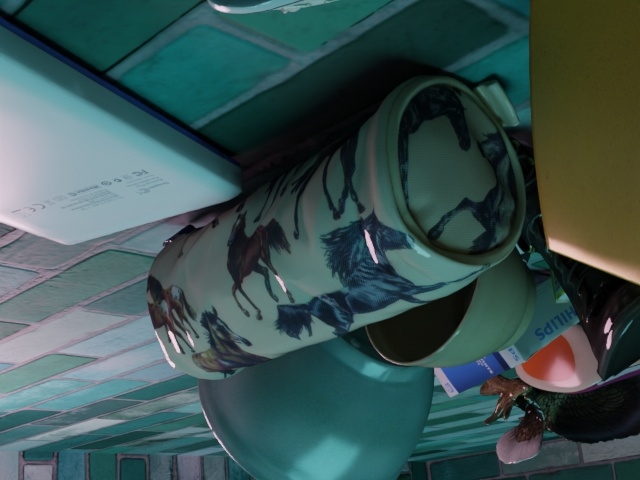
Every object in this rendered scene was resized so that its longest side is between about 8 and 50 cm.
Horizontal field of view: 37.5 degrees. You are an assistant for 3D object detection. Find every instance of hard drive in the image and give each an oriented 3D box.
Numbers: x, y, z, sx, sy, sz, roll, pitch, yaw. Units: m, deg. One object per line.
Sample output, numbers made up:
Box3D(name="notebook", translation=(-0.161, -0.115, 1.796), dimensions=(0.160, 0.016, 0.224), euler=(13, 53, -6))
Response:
Box3D(name="hard drive", translation=(-0.236, -0.074, 0.751), dimensions=(0.210, 0.040, 0.319), euler=(-14, 159, 24))

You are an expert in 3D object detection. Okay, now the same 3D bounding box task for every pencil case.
Box3D(name="pencil case", translation=(0.000, 0.000, 0.851), dimensions=(0.160, 0.183, 0.410), euler=(37, 142, -21))

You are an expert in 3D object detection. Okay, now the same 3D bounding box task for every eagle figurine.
Box3D(name="eagle figurine", translation=(0.453, 0.283, 1.737), dimensions=(0.298, 0.226, 0.225), euler=(11, 136, -26))

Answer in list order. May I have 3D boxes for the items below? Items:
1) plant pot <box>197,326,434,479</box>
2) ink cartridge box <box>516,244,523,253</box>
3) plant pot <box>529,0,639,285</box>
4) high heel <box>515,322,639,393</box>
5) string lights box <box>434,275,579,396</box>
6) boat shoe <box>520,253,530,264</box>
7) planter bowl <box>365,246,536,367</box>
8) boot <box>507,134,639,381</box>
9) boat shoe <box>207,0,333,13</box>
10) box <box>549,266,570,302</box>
Box3D(name="plant pot", translation=(0.023, 0.147, 1.154), dimensions=(0.293, 0.293, 0.196), euler=(8, 130, -33))
Box3D(name="ink cartridge box", translation=(0.126, -0.003, 1.013), dimensions=(0.180, 0.060, 0.104), euler=(-21, 154, 39))
Box3D(name="plant pot", translation=(0.250, -0.061, 0.556), dimensions=(0.212, 0.187, 0.212), euler=(5, -168, -27))
Box3D(name="high heel", translation=(0.500, 0.172, 1.531), dimensions=(0.181, 0.127, 0.377), euler=(2, 165, -38))
Box3D(name="string lights box", translation=(0.265, 0.141, 1.362), dimensions=(0.133, 0.076, 0.259), euler=(-30, 170, -23))
Box3D(name="boat shoe", translation=(0.186, 0.073, 1.200), dimensions=(0.114, 0.091, 0.302), euler=(-1, 161, -13))
Box3D(name="planter bowl", translation=(0.131, 0.047, 0.883), dimensions=(0.109, 0.162, 0.162), euler=(18, 152, -32))
Box3D(name="boot", translation=(0.207, 0.003, 0.807), dimensions=(0.091, 0.229, 0.263), euler=(-35, 163, 4))
Box3D(name="boat shoe", translation=(-0.020, -0.155, 0.583), dimensions=(0.100, 0.035, 0.035), euler=(-13, 158, 4))
Box3D(name="box", translation=(0.418, 0.035, 1.199), dimensions=(0.232, 0.058, 0.087), euler=(-5, 161, 0))
